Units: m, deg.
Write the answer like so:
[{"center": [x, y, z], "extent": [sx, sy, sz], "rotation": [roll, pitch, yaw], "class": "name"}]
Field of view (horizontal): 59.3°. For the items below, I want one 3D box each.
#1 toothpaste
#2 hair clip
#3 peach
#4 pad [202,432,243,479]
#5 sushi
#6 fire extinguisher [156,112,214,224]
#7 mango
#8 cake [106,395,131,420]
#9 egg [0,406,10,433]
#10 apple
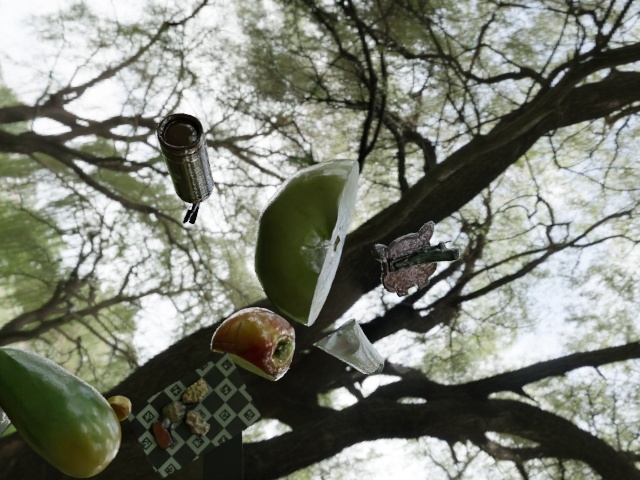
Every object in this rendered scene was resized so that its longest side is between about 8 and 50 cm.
[{"center": [0.076, 0.242, 1.246], "extent": [0.066, 0.100, 0.323], "rotation": [60, 4, 30], "class": "toothpaste"}, {"center": [0.205, 0.045, 1.208], "extent": [0.056, 0.186, 0.146], "rotation": [-118, -168, -62], "class": "hair clip"}, {"center": [-0.227, 0.344, 1.898], "extent": [0.274, 0.245, 0.249], "rotation": [4, -56, 26], "class": "peach"}, {"center": [-0.260, 0.581, 1.500], "extent": [0.003, 0.112, 0.157], "rotation": [73, 6, -45], "class": "pad"}, {"center": [-0.301, 0.415, 1.341], "extent": [0.193, 0.279, 0.043], "rotation": [61, -18, 7], "class": "sushi"}, {"center": [-0.318, -0.148, 1.348], "extent": [0.344, 0.102, 0.138], "rotation": [100, 7, -64], "class": "fire extinguisher"}, {"center": [-0.420, 0.263, 0.872], "extent": [0.251, 0.114, 0.156], "rotation": [31, -36, 7], "class": "mango"}, {"center": [-0.630, 0.523, 1.745], "extent": [0.044, 0.083, 0.084], "rotation": [-102, -166, -54], "class": "cake"}, {"center": [-0.629, 0.254, 0.954], "extent": [0.231, 0.176, 0.176], "rotation": [32, -32, -8], "class": "egg"}, {"center": [0.000, 0.000, 1.275], "extent": [0.312, 0.320, 0.360], "rotation": [61, 7, 1], "class": "apple"}]
